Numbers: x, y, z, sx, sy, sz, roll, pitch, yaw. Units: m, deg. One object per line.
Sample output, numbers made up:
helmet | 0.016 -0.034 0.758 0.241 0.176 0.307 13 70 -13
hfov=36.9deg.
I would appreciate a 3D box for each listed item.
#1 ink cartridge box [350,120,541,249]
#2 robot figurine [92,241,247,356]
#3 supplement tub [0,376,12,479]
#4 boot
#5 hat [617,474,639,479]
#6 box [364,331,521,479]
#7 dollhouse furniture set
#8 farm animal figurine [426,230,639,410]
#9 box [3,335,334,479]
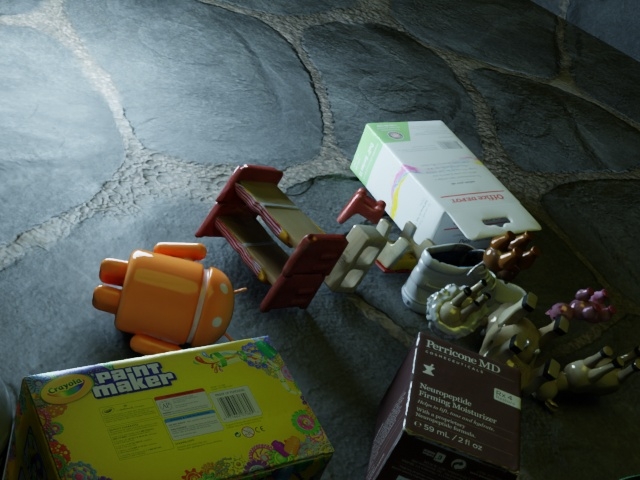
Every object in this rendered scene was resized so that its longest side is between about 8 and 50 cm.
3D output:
ink cartridge box | 0.240 -0.085 1.876 0.207 0.119 0.353 -7 44 -34
robot figurine | -0.222 0.085 1.420 0.219 0.128 0.158 15 30 -11
supplement tub | -0.423 0.231 0.979 0.193 0.316 0.194 14 38 -11
boot | 0.279 0.074 1.695 0.258 0.123 0.095 4 40 -23
hat | 0.442 0.445 1.257 0.173 0.209 0.183 -13 30 -12
box | 0.174 0.275 1.355 0.168 0.167 0.203 21 37 -2
dollhouse furniture set | 0.000 0.000 1.662 0.374 0.152 0.201 3 37 -51
farm animal figurine | 0.337 0.169 1.567 0.330 0.172 0.327 49 43 5
box | -0.184 0.281 1.072 0.290 0.279 0.177 -6 45 -33
